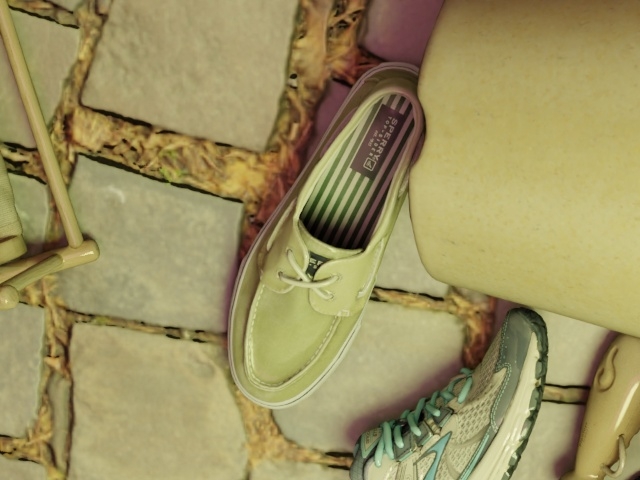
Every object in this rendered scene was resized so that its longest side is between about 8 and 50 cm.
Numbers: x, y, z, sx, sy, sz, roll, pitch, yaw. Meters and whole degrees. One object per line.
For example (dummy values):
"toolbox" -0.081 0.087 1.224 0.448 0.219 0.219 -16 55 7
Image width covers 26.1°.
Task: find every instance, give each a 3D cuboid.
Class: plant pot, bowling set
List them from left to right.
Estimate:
"plant pot" 0.234 -0.063 0.926 0.305 0.334 0.334 9 103 20
"bowling set" 0.319 0.188 0.994 0.199 0.287 0.154 18 95 -16

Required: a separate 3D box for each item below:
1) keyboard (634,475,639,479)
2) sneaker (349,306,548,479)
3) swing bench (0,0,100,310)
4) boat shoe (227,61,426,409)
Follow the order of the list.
"keyboard" 0.300 0.278 1.108 0.100 0.038 0.192 -39 84 -1
"sneaker" 0.088 0.172 1.087 0.122 0.110 0.283 25 104 8
"swing bench" -0.352 -0.058 1.095 0.254 0.165 0.253 -13 99 18
"boat shoe" 0.000 0.000 1.073 0.109 0.094 0.302 24 104 5
